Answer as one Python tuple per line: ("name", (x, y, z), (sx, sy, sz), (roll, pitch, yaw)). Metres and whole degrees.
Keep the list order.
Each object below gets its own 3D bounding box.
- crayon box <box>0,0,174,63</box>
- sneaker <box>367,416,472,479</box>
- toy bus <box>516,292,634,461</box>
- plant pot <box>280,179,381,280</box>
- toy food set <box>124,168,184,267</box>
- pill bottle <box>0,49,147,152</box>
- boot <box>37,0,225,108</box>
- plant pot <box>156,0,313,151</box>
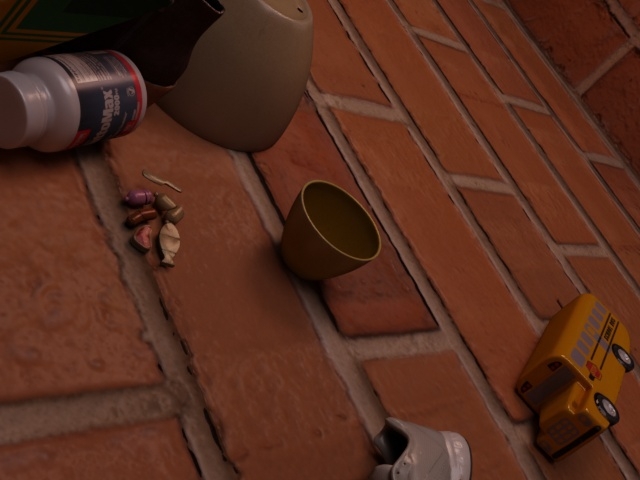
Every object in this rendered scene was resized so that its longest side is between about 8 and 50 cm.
("crayon box", (-0.323, -0.315, 0.978), (0.081, 0.319, 0.202), (59, 21, -51))
("sneaker", (0.106, 0.307, 0.936), (0.121, 0.099, 0.262), (25, 29, -17))
("toy bus", (0.410, 0.210, 1.360), (0.130, 0.108, 0.333), (48, 32, 5))
("plant pot", (0.000, 0.000, 1.142), (0.134, 0.095, 0.134), (30, 35, -24))
("toy food set", (-0.202, -0.026, 1.016), (0.078, 0.019, 0.122), (28, 44, -26))
("pill bottle", (-0.296, -0.158, 0.973), (0.108, 0.108, 0.180), (50, 33, 8))
("boot", (-0.265, -0.299, 1.071), (0.248, 0.207, 0.090), (38, 33, -12))
("plant pot", (-0.119, -0.299, 1.256), (0.284, 0.191, 0.284), (30, 36, -24))
